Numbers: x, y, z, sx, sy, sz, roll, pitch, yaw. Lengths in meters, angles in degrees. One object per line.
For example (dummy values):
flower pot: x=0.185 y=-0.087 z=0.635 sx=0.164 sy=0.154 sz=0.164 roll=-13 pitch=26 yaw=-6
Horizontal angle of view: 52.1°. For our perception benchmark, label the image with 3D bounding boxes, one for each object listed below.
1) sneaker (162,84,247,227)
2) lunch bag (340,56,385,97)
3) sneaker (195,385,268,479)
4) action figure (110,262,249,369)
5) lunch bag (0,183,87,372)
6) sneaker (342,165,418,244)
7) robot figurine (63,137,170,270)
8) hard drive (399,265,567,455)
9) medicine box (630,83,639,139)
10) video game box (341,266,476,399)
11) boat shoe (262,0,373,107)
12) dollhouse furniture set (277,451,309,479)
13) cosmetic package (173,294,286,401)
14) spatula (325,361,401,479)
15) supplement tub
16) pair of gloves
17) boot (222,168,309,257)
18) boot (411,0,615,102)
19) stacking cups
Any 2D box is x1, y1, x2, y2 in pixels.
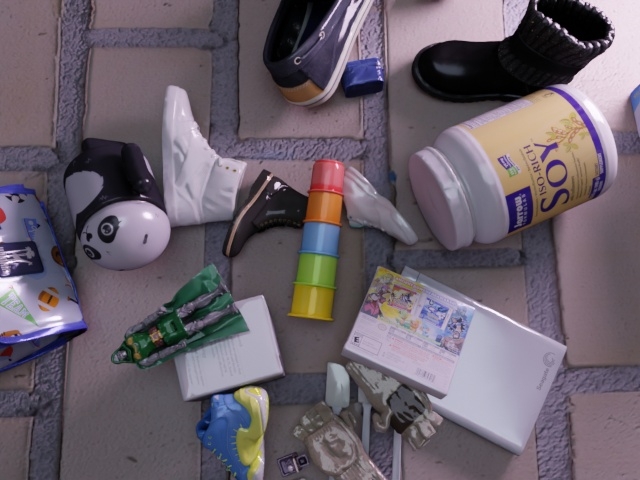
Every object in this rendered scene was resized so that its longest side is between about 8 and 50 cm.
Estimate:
sneaker: x=-0.236 y=-0.176 z=1.349 sx=0.169 sy=0.108 sz=0.292 roll=-3 pitch=87 yaw=-3
lunch bag: x=0.092 y=-0.354 z=1.404 sx=0.099 sy=0.067 sz=0.065 roll=-11 pitch=78 yaw=-2
sneaker: x=-0.163 y=0.368 z=1.192 sx=0.126 sy=0.091 sz=0.240 roll=3 pitch=108 yaw=-7
action figure: x=-0.259 y=0.154 z=1.141 sx=0.232 sy=0.063 sz=0.137 roll=-30 pitch=80 yaw=-4
lunch bag: x=-0.674 y=0.094 z=1.221 sx=0.386 sy=0.239 sz=0.327 roll=-20 pitch=77 yaw=-21
sneaker: x=0.104 y=-0.051 z=1.342 sx=0.094 sy=0.080 sz=0.212 roll=-46 pitch=74 yaw=2
robot figurine: x=-0.397 y=-0.072 z=1.264 sx=0.174 sy=0.209 sz=0.278 roll=-22 pitch=60 yaw=-9
hard drive: x=0.273 y=0.232 z=1.287 sx=0.353 sy=0.047 sz=0.233 roll=27 pitch=79 yaw=5
medicine box: x=0.762 y=-0.223 z=1.281 sx=0.149 sy=0.263 sz=0.289 roll=-5 pitch=77 yaw=-1
video game box: x=0.166 y=0.170 z=1.229 sx=0.205 sy=0.048 sz=0.187 roll=24 pitch=65 yaw=5
boat shoe: x=0.007 y=-0.531 z=1.375 sx=0.187 sy=0.156 sz=0.499 roll=10 pitch=77 yaw=38
dollhouse furniture set: x=-0.023 y=0.449 z=1.217 sx=0.091 sy=0.081 sz=0.114 roll=-20 pitch=79 yaw=-5
cosmetic package: x=-0.172 y=0.207 z=1.234 sx=0.184 sy=0.151 sz=0.151 roll=-15 pitch=77 yaw=-5
spatula: x=0.090 y=0.358 z=1.246 sx=0.168 sy=0.019 sz=0.241 roll=2 pitch=86 yaw=6
supplement tub: x=0.363 y=-0.137 z=1.271 sx=0.332 sy=0.241 sz=0.241 roll=-24 pitch=79 yaw=-6
pair of gloves: x=0.088 y=0.340 z=1.214 sx=0.204 sy=0.042 sz=0.240 roll=42 pitch=84 yaw=15
boot: x=-0.101 y=-0.033 z=1.331 sx=0.137 sy=0.077 sz=0.197 roll=27 pitch=80 yaw=0
boot: x=0.372 y=-0.385 z=1.314 sx=0.348 sy=0.260 sz=0.131 roll=4 pitch=78 yaw=0
stacking cups: x=0.000 y=0.000 z=1.303 sx=0.096 sy=0.096 sz=0.316 roll=7 pitch=80 yaw=1
